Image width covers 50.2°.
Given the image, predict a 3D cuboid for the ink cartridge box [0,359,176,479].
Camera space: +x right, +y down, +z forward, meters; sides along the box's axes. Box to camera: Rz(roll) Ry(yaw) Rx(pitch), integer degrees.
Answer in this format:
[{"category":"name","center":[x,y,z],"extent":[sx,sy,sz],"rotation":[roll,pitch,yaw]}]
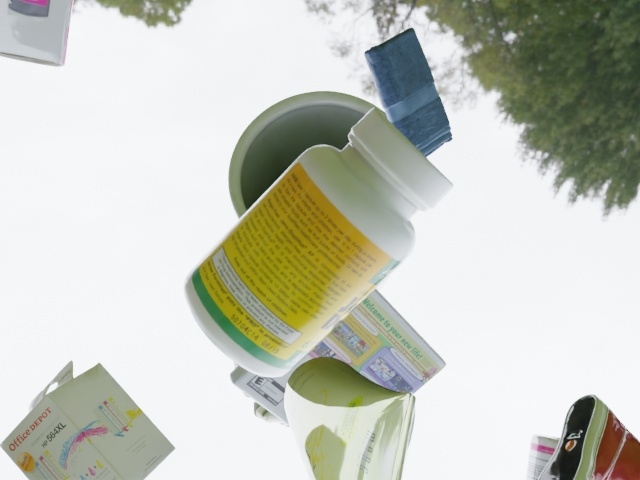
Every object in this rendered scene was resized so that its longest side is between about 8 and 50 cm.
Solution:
[{"category":"ink cartridge box","center":[-0.241,0.204,0.694],"extent":[0.143,0.092,0.090],"rotation":[46,-162,3]}]

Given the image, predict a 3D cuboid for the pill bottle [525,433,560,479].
[{"category":"pill bottle","center":[0.485,0.543,1.360],"extent":[0.160,0.283,0.160],"rotation":[10,170,2]}]

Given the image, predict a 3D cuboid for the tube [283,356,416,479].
[{"category":"tube","center":[0.015,0.109,0.385],"extent":[0.062,0.070,0.240],"rotation":[-31,-178,-7]}]

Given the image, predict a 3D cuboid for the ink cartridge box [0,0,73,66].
[{"category":"ink cartridge box","center":[-0.189,-0.332,0.492],"extent":[0.069,0.371,0.176],"rotation":[6,-147,-22]}]

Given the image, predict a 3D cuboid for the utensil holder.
[{"category":"utensil holder","center":[0.014,-0.052,1.339],"extent":[0.327,0.385,0.328],"rotation":[-1,-109,3]}]

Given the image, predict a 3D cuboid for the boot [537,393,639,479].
[{"category":"boot","center":[0.426,0.379,1.024],"extent":[0.176,0.088,0.244],"rotation":[43,-122,-5]}]

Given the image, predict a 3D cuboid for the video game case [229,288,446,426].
[{"category":"video game case","center":[0.028,0.156,0.830],"extent":[0.193,0.212,0.023],"rotation":[-42,-147,3]}]

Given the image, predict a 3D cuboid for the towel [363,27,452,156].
[{"category":"towel","center":[0.085,-0.139,0.662],"extent":[0.067,0.119,0.029],"rotation":[-33,-161,-32]}]

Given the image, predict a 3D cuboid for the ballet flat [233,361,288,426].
[{"category":"ballet flat","center":[-0.116,0.322,1.462],"extent":[0.096,0.280,0.095],"rotation":[-38,-166,-29]}]

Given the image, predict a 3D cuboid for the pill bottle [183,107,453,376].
[{"category":"pill bottle","center":[0.000,0.000,0.542],"extent":[0.117,0.208,0.117],"rotation":[43,-169,-11]}]
